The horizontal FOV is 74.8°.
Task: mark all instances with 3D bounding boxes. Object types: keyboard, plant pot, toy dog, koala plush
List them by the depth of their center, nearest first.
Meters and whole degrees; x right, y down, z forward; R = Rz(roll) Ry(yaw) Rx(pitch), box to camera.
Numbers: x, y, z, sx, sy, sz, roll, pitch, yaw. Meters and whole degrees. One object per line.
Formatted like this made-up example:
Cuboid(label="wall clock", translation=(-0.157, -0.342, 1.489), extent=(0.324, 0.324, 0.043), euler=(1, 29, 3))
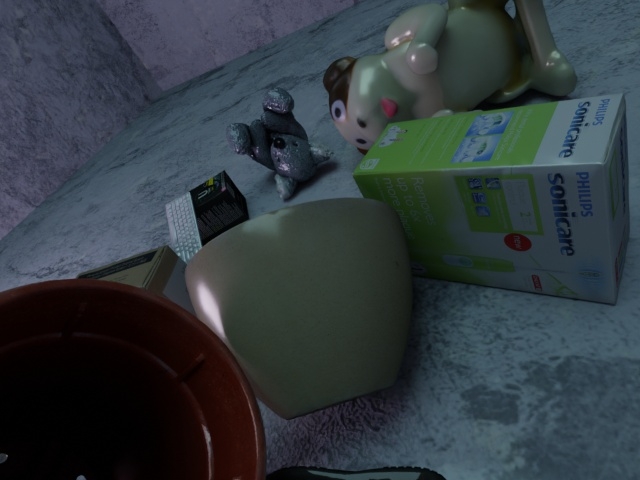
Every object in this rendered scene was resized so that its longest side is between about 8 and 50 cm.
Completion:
Cuboid(label="plant pot", translation=(-0.235, 0.221, 0.370), extent=(0.265, 0.272, 0.272), euler=(-45, 29, 26))
Cuboid(label="plant pot", translation=(-0.004, 0.103, 0.515), extent=(0.284, 0.284, 0.191), euler=(-23, 68, 13))
Cuboid(label="toy dog", translation=(0.204, -0.346, 0.849), extent=(0.408, 0.284, 0.395), euler=(-30, 34, 8))
Cuboid(label="keyboard", translation=(-0.298, 0.010, 0.935), extent=(0.072, 0.014, 0.256), euler=(-23, 65, 8))
Cuboid(label="koala plush", translation=(-0.080, -0.221, 1.040), extent=(0.196, 0.203, 0.221), euler=(-43, 56, 1))

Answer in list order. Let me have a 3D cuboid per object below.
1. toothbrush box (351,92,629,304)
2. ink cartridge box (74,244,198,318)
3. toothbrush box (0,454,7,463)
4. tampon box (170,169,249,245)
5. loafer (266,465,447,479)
Cuboid(label="toothbrush box", translation=(0.215, -0.048, 0.537), extent=(0.283, 0.206, 0.122), euler=(5, 49, 41))
Cuboid(label="ink cartridge box", translation=(-0.249, 0.132, 0.658), extent=(0.193, 0.234, 0.088), euler=(-16, 39, 22))
Cuboid(label="toothbrush box", translation=(-0.553, 0.279, 0.816), extent=(0.216, 0.126, 0.295), euler=(-38, 34, -7))
Cuboid(label="tampon box", translation=(-0.277, -0.077, 1.048), extent=(0.161, 0.101, 0.120), euler=(-30, 35, 4))
Cuboid(label="loafer", translation=(0.019, 0.274, 0.411), extent=(0.220, 0.080, 0.078), euler=(-17, 37, 21))
